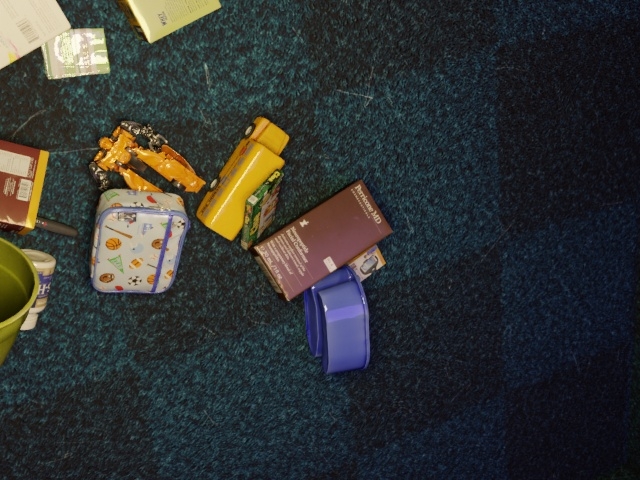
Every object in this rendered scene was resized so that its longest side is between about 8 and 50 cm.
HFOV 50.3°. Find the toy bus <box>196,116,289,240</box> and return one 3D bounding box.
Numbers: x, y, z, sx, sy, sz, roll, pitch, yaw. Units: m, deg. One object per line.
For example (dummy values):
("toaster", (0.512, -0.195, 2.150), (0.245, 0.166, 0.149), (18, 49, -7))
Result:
("toy bus", (-0.207, -0.174, 1.886), (0.108, 0.130, 0.333), (33, 91, -31))

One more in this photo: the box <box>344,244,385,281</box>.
("box", (0.139, 0.079, 2.204), (0.136, 0.028, 0.081), (-37, 120, -13))

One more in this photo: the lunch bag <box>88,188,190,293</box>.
("lunch bag", (-0.470, 0.004, 1.780), (0.243, 0.115, 0.303), (5, 128, -25))

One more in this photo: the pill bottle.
("pill bottle", (-0.750, 0.126, 1.734), (0.112, 0.112, 0.187), (11, 103, -29))

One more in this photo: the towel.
("towel", (-0.597, -0.457, 1.660), (0.152, 0.023, 0.113), (-12, 113, -22))

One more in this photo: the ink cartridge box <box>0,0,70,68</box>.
("ink cartridge box", (-0.761, -0.478, 1.481), (0.353, 0.119, 0.207), (-35, 142, -12))

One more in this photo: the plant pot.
("plant pot", (-0.870, 0.214, 1.574), (0.366, 0.366, 0.353), (6, 126, -28))

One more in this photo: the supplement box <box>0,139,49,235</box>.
("supplement box", (-0.763, -0.129, 1.589), (0.194, 0.129, 0.191), (14, 76, -31))

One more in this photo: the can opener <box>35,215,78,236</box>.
("can opener", (-0.705, -0.048, 1.727), (0.186, 0.059, 0.073), (26, 94, -30))

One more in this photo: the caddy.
("caddy", (0.068, 0.246, 2.106), (0.179, 0.241, 0.342), (-11, 112, -18))

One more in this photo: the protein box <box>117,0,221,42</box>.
("protein box", (-0.387, -0.614, 1.643), (0.201, 0.136, 0.200), (-33, 119, -13))

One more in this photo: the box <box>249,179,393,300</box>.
("box", (0.000, 0.000, 2.014), (0.381, 0.143, 0.191), (-34, 96, -14))

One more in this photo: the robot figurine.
("robot figurine", (-0.460, -0.182, 1.787), (0.291, 0.085, 0.211), (38, 88, -32))

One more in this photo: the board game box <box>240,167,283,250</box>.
("board game box", (-0.164, -0.081, 1.877), (0.030, 0.260, 0.136), (38, 63, 10))
